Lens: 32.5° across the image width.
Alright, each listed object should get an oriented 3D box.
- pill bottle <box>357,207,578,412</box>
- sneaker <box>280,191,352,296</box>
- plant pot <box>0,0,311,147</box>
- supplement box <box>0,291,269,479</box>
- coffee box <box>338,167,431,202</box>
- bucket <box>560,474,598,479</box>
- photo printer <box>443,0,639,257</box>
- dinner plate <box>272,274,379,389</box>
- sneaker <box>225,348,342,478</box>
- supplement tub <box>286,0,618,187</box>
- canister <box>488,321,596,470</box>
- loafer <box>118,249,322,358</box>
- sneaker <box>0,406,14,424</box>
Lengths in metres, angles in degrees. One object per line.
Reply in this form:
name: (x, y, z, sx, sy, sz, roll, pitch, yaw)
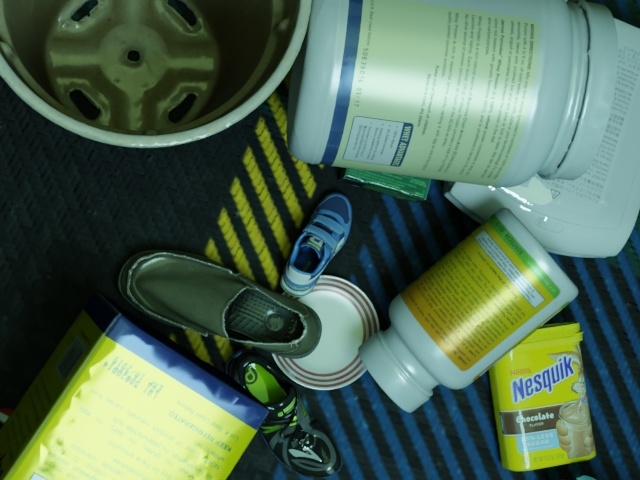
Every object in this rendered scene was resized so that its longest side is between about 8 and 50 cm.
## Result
pill bottle: (0.168, 0.088, 1.296, 0.245, 0.136, 0.136, -41, 93, 7)
sneaker: (0.000, 0.000, 1.338, 0.053, 0.059, 0.144, 24, 69, 6)
plant pot: (-0.202, -0.238, 1.203, 0.334, 0.305, 0.334, 1, 84, -12)
supplement box: (-0.250, 0.262, 1.170, 0.194, 0.195, 0.356, 36, 83, -17)
coffee box: (0.099, -0.150, 1.390, 0.113, 0.040, 0.184, 15, 82, -10)
bucket: (0.327, 0.431, 1.265, 0.183, 0.281, 0.281, 31, 79, -13)
photo printer: (0.305, -0.140, 1.397, 0.256, 0.107, 0.307, 20, 81, -7)
dinner plate: (0.003, 0.114, 1.355, 0.141, 0.017, 0.141, 1, 84, -12)
sneaker: (-0.046, 0.210, 1.303, 0.067, 0.078, 0.188, -38, 93, -12)
supplement tub: (0.136, -0.184, 1.210, 0.325, 0.235, 0.235, 7, 83, -6)
canister: (0.274, 0.194, 1.374, 0.126, 0.073, 0.170, -7, 87, -12)
loafer: (-0.116, 0.069, 1.292, 0.251, 0.087, 0.094, 16, 81, -1)
sneaker: (-0.313, 0.195, 1.269, 0.118, 0.042, 0.067, 20, 84, -16)
